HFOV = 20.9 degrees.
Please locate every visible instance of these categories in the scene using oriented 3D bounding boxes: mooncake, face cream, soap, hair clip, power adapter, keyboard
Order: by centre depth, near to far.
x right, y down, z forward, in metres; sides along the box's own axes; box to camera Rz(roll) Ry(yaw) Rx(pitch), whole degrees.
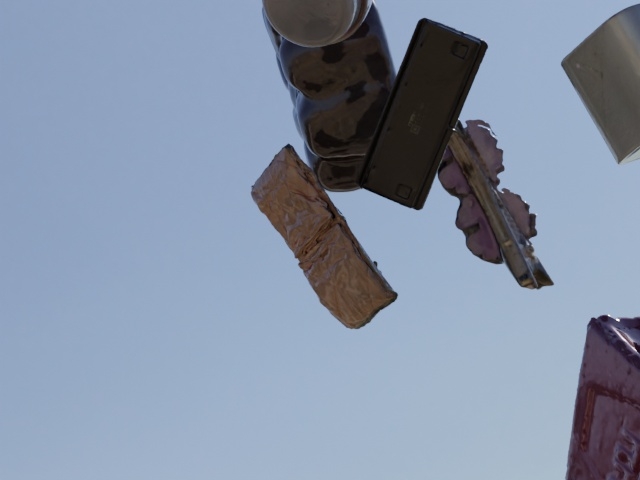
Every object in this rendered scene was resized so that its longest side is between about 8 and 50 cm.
[{"bbox_3d":[0.400,0.248,1.776,0.128,0.359,0.233,-9,-59,-22],"label":"soap"},{"bbox_3d":[0.000,-0.267,1.832,0.117,0.117,0.104,-13,22,27],"label":"face cream"},{"bbox_3d":[0.373,-0.143,1.867,0.130,0.205,0.125,-16,-17,-38],"label":"power adapter"},{"bbox_3d":[0.121,-0.148,2.073,0.093,0.230,0.025,23,23,3],"label":"keyboard"},{"bbox_3d":[0.026,-0.216,2.308,0.154,0.306,0.306,-18,-19,-1],"label":"mooncake"},{"bbox_3d":[0.224,-0.055,2.362,0.106,0.292,0.084,-28,-1,17],"label":"hair clip"}]

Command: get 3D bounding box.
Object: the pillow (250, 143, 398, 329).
[{"bbox_3d":[0.000,0.000,2.120,0.043,0.232,0.126,-30,-7,-37],"label":"pillow"}]
